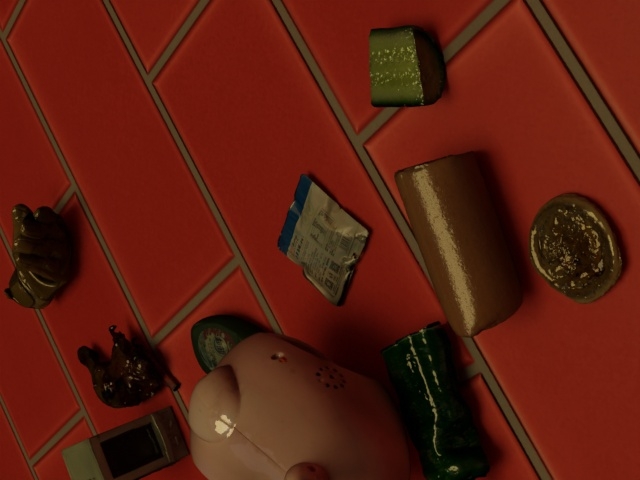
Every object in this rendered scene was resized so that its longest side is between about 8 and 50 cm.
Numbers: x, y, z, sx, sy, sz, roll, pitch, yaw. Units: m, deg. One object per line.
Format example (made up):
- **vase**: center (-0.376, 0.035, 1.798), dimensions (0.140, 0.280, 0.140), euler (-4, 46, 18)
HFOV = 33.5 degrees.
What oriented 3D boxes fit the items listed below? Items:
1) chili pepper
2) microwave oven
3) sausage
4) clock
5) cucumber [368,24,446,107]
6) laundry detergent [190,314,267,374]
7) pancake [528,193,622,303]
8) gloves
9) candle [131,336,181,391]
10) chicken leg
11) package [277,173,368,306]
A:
- **chili pepper**: center (0.182, 0.272, 1.623), dimensions (0.136, 0.099, 0.270), euler (-31, 76, 36)
- **microwave oven**: center (-0.409, 0.450, 2.234), dimensions (0.162, 0.208, 0.122), euler (-30, 80, 48)
- **sausage**: center (0.199, 0.004, 1.501), dimensions (0.123, 0.123, 0.253), euler (-21, 86, 48)
- **clock**: center (-0.014, 0.307, 1.656), dimensions (0.251, 0.368, 0.376), euler (-61, 33, 3)
- **cucumber**: center (0.124, -0.252, 1.545), dimensions (0.115, 0.062, 0.116), euler (5, 99, 45)
- **laundry detergent**: center (-0.151, 0.206, 1.991), dimensions (0.211, 0.063, 0.137), euler (-3, 104, 45)
- **pancake**: center (0.341, 0.012, 1.422), dimensions (0.151, 0.025, 0.152), euler (17, 113, 44)
- **gloves**: center (-0.631, 0.031, 2.395), dimensions (0.331, 0.141, 0.154), euler (119, 148, -50)
- **candle**: center (-0.354, 0.263, 2.255), dimensions (0.167, 0.021, 0.026), euler (40, 128, 31)
- **chicken leg**: center (-0.446, 0.282, 2.310), dimensions (0.322, 0.083, 0.177), euler (-31, 78, 54)
- **package**: center (0.000, 0.000, 1.787), dimensions (0.173, 0.027, 0.171), euler (45, 134, 29)
